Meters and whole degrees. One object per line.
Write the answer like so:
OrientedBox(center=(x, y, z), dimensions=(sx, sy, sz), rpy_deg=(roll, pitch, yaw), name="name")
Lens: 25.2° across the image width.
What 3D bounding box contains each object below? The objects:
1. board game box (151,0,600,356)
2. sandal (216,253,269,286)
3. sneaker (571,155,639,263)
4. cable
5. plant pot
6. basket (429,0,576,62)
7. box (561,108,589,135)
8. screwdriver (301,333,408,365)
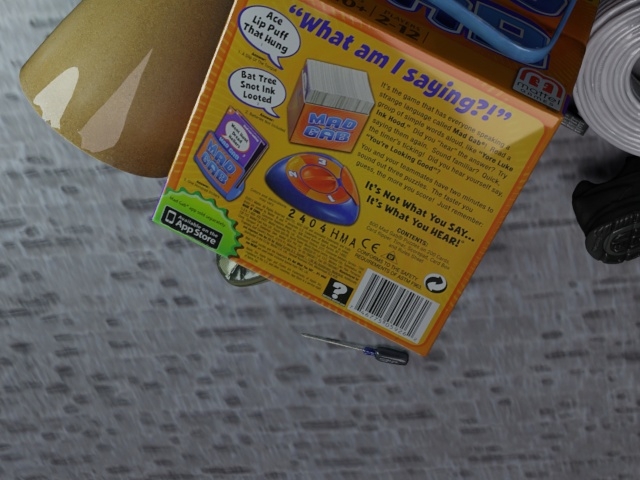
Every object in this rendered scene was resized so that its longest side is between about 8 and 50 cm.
OrientedBox(center=(0.072, -0.163, 1.664), dimensions=(0.356, 0.356, 0.356), rpy_deg=(27, 126, 1), name="board game box")
OrientedBox(center=(-0.001, -0.001, 2.033), dimensions=(0.303, 0.120, 0.086), rpy_deg=(-12, 154, 21), name="sandal")
OrientedBox(center=(0.465, -0.072, 1.881), dimensions=(0.286, 0.130, 0.109), rpy_deg=(-15, 136, -7), name="sneaker")
OrientedBox(center=(0.438, -0.218, 1.775), dimensions=(0.257, 0.089, 0.257), rpy_deg=(-31, 118, 30), name="cable")
OrientedBox(center=(-0.213, -0.251, 1.796), dimensions=(0.237, 0.237, 0.254), rpy_deg=(30, 112, -15), name="plant pot")
OrientedBox(center=(0.191, -0.349, 1.515), dimensions=(0.255, 0.289, 0.201), rpy_deg=(35, 153, 3), name="basket")
OrientedBox(center=(0.303, -0.168, 1.853), dimensions=(0.083, 0.067, 0.018), rpy_deg=(26, 104, -11), name="box")
OrientedBox(center=(0.053, 0.166, 2.207), dimensions=(0.170, 0.024, 0.025), rpy_deg=(11, 159, 8), name="screwdriver")
